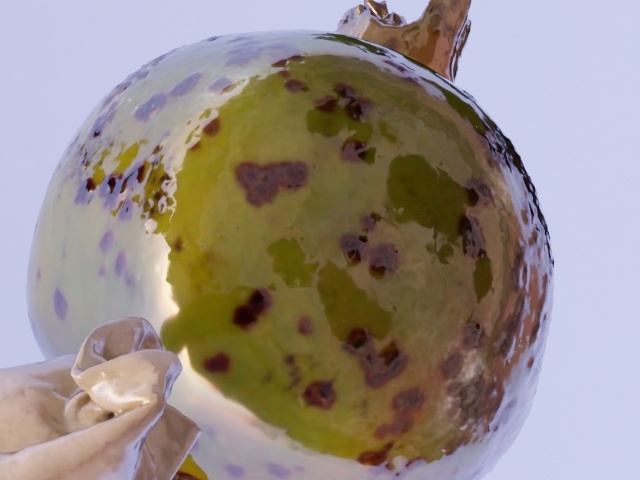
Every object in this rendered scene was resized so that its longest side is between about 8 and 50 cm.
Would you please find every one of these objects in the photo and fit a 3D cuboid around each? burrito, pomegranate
[{"bbox_3d":[-0.155,0.092,0.473,0.275,0.082,0.059,-22,-104,5],"label":"burrito"},{"bbox_3d":[-0.006,0.001,0.697,0.198,0.198,0.246,38,-151,-19],"label":"pomegranate"}]
